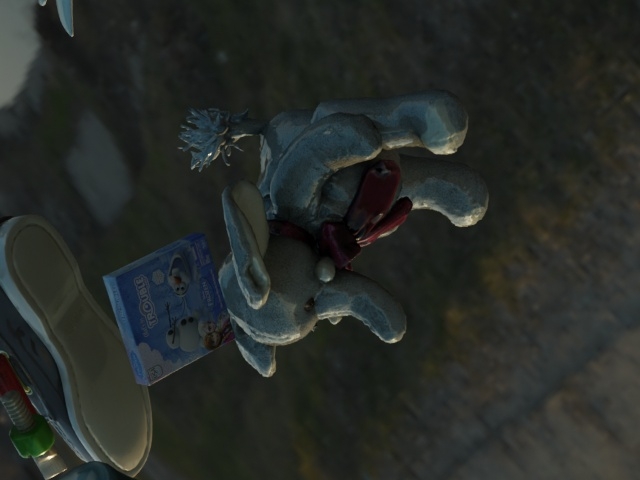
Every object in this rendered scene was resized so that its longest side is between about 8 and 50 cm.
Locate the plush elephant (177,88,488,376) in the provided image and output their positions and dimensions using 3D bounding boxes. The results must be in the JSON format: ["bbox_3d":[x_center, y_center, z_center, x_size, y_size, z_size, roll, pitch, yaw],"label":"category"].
[{"bbox_3d":[0.000,0.000,1.666,0.330,0.255,0.272,5,162,6],"label":"plush elephant"}]

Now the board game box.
[{"bbox_3d":[-0.115,0.052,1.269,0.020,0.090,0.090,4,115,50],"label":"board game box"}]

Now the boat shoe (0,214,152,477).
[{"bbox_3d":[-0.278,0.115,1.714,0.096,0.116,0.324,-4,126,32],"label":"boat shoe"}]

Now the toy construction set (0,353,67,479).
[{"bbox_3d":[-0.337,0.285,1.458,0.257,0.309,0.237,13,135,47],"label":"toy construction set"}]

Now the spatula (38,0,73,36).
[{"bbox_3d":[-0.249,-0.315,1.428,0.168,0.019,0.242,-136,41,-55],"label":"spatula"}]

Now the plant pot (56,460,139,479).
[{"bbox_3d":[-0.083,0.274,0.990,0.255,0.272,0.271,36,172,-19],"label":"plant pot"}]
